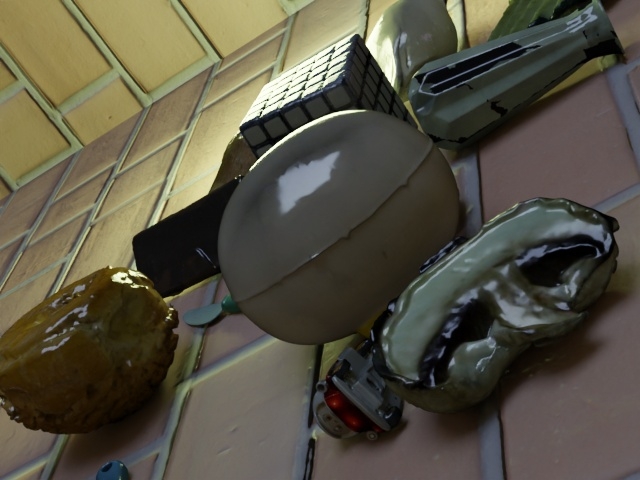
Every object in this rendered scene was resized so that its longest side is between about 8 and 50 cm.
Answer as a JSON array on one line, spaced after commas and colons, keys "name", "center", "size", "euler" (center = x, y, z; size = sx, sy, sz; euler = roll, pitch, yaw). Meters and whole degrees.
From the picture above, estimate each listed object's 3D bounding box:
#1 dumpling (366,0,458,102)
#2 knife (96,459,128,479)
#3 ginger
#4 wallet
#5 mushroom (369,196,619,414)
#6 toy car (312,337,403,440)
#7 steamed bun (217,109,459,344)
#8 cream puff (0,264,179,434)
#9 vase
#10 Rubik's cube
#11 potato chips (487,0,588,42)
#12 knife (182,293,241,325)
[{"name": "dumpling", "center": [0.169, -0.374, 2.535], "size": [0.260, 0.181, 0.341], "euler": [-44, 40, 49]}, {"name": "knife", "center": [-0.292, 0.396, 1.829], "size": [0.058, 0.032, 0.244], "euler": [-31, 25, -8]}, {"name": "ginger", "center": [-0.139, -0.120, 2.461], "size": [0.275, 0.130, 0.221], "euler": [-57, 19, 32]}, {"name": "wallet", "center": [-0.249, 0.003, 2.418], "size": [0.309, 0.042, 0.165], "euler": [-25, 64, 30]}, {"name": "mushroom", "center": [0.225, 0.093, 1.533], "size": [0.344, 0.130, 0.247], "euler": [-45, 39, -16]}, {"name": "toy car", "center": [0.042, 0.206, 1.614], "size": [0.112, 0.112, 0.139], "euler": [-44, 6, 28]}, {"name": "steamed bun", "center": [0.025, -0.020, 1.806], "size": [0.374, 0.334, 0.334], "euler": [-36, 21, 5]}, {"name": "cream puff", "center": [-0.392, 0.202, 2.096], "size": [0.327, 0.231, 0.343], "euler": [-31, 15, 1]}, {"name": "vase", "center": [0.334, -0.291, 2.117], "size": [0.360, 0.165, 0.165], "euler": [-26, 23, 16]}, {"name": "Rubik's cube", "center": [0.022, -0.206, 2.286], "size": [0.237, 0.238, 0.237], "euler": [-25, 22, 24]}, {"name": "potato chips", "center": [0.490, -0.502, 2.426], "size": [0.358, 0.070, 0.429], "euler": [-16, 28, 48]}, {"name": "knife", "center": [-0.183, 0.126, 2.219], "size": [0.260, 0.034, 0.063], "euler": [-22, 31, 47]}]
